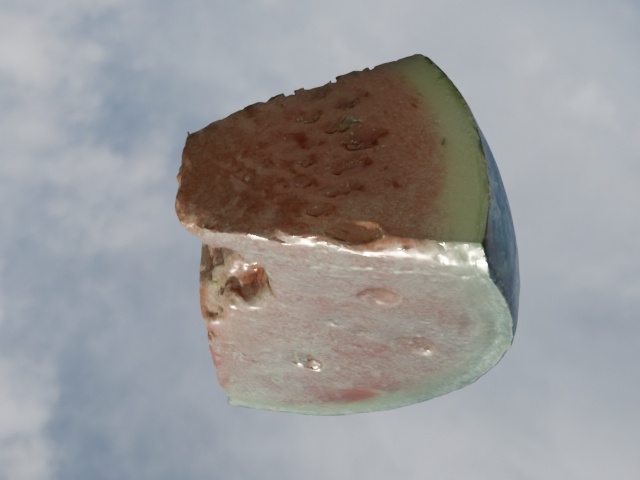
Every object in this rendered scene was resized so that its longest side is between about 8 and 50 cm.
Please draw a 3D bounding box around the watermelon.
[{"bbox_3d":[0.000,0.000,0.839,0.226,0.318,0.148,19,-120,-23],"label":"watermelon"}]
